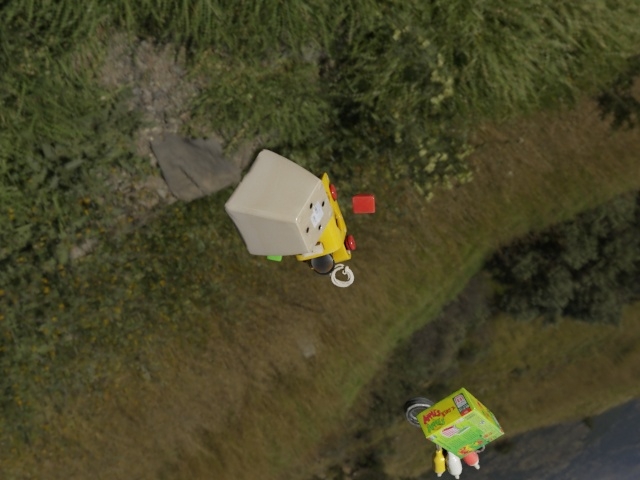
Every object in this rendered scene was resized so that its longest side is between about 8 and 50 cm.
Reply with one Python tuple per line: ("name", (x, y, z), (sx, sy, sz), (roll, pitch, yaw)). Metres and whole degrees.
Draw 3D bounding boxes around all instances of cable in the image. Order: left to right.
("cable", (0.287, 0.445, 1.639), (0.139, 0.072, 0.287), (-19, 133, 15))

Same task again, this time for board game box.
("board game box", (0.238, 0.311, 1.228), (0.092, 0.043, 0.181), (-33, 143, 11))

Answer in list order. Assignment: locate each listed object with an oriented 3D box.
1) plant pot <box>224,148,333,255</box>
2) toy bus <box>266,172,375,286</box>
("plant pot", (-0.047, -0.041, 0.976), (0.109, 0.096, 0.109), (-59, 149, -27))
("toy bus", (-0.009, -0.009, 1.231), (0.104, 0.202, 0.191), (-71, -172, -64))
